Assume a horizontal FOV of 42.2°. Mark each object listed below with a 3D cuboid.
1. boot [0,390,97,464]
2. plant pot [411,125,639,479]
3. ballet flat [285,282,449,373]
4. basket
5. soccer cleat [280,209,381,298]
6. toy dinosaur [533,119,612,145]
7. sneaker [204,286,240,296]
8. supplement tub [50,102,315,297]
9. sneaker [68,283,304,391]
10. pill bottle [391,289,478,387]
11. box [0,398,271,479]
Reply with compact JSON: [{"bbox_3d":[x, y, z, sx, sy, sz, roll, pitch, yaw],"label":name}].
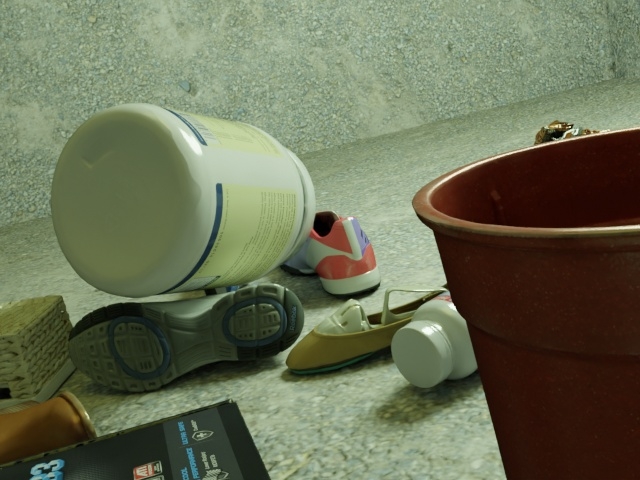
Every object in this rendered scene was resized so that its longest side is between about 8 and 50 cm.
[{"bbox_3d":[-0.317,0.212,0.812,0.152,0.073,0.197,-22,6,-43],"label":"boot"},{"bbox_3d":[0.210,0.082,0.498,0.272,0.265,0.272,-10,13,2],"label":"plant pot"},{"bbox_3d":[0.067,0.094,0.971,0.232,0.073,0.080,-13,13,-6],"label":"ballet flat"},{"bbox_3d":[-0.396,0.145,1.069,0.113,0.103,0.167,-9,13,7],"label":"basket"},{"bbox_3d":[0.000,0.000,1.309,0.108,0.116,0.318,-16,15,-17],"label":"soccer cleat"},{"bbox_3d":[0.450,-0.082,1.100,0.322,0.164,0.218,-2,28,-3],"label":"toy dinosaur"},{"bbox_3d":[-0.151,0.045,1.328,0.081,0.080,0.211,-15,15,-1],"label":"sneaker"},{"bbox_3d":[-0.167,-0.050,1.112,0.235,0.235,0.325,-4,-1,27],"label":"supplement tub"},{"bbox_3d":[-0.165,0.120,1.045,0.297,0.111,0.129,-7,-1,0],"label":"sneaker"},{"bbox_3d":[0.151,0.093,0.874,0.160,0.087,0.087,-23,18,-40],"label":"pill bottle"},{"bbox_3d":[-0.174,0.234,0.607,0.293,0.073,0.295,-13,13,-12],"label":"box"}]
